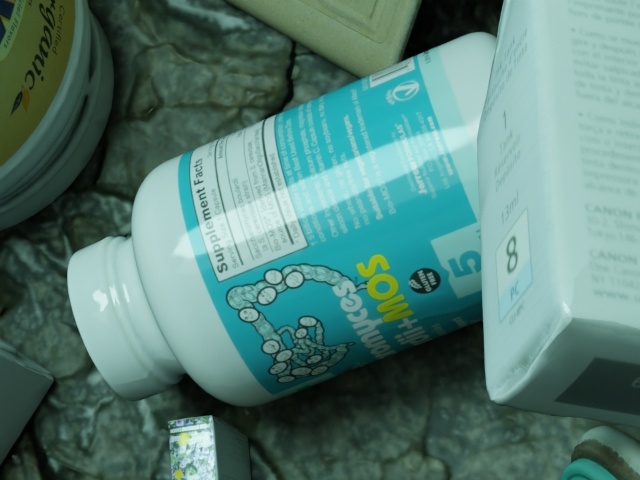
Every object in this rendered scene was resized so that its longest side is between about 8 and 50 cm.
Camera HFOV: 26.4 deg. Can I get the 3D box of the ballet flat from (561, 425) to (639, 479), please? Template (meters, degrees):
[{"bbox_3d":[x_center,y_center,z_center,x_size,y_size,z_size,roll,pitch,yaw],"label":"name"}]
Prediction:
[{"bbox_3d":[0.255,0.245,0.604,0.139,0.139,0.400,-31,70,6],"label":"ballet flat"}]

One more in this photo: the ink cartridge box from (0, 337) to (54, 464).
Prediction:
[{"bbox_3d":[-0.334,0.125,0.778,0.198,0.197,0.270,28,82,23],"label":"ink cartridge box"}]

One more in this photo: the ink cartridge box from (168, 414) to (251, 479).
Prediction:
[{"bbox_3d":[-0.058,0.159,0.753,0.029,0.063,0.115,-10,70,13],"label":"ink cartridge box"}]

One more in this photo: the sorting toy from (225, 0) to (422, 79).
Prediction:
[{"bbox_3d":[-0.023,-0.250,0.830,0.307,0.041,0.229,35,120,38],"label":"sorting toy"}]

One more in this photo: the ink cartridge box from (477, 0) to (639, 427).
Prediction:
[{"bbox_3d":[0.232,-0.082,0.671,0.308,0.091,0.385,10,55,-11],"label":"ink cartridge box"}]

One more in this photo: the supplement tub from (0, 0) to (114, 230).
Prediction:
[{"bbox_3d":[-0.272,-0.140,0.781,0.228,0.316,0.228,-5,71,16],"label":"supplement tub"}]

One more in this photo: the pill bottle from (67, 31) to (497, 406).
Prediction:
[{"bbox_3d":[0.000,0.000,0.743,0.264,0.146,0.146,-22,67,10],"label":"pill bottle"}]
